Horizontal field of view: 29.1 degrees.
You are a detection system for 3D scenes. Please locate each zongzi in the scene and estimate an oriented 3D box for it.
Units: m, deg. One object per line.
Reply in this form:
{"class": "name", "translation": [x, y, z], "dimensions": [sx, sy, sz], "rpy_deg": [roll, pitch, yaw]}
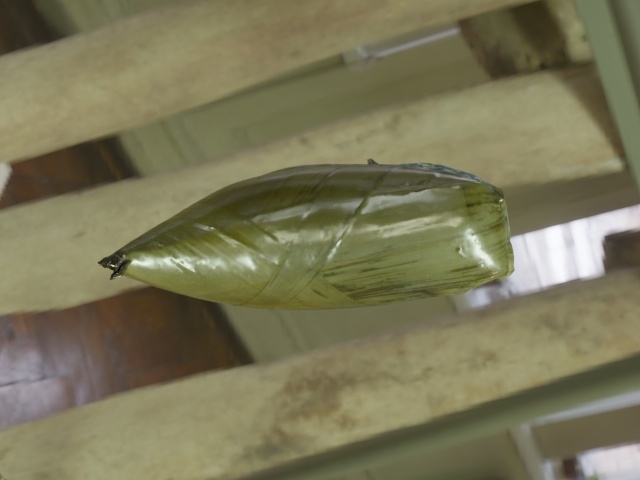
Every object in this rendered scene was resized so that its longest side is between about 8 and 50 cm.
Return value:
{"class": "zongzi", "translation": [0.000, 0.000, 0.891], "dimensions": [0.256, 0.228, 0.115], "rpy_deg": [-10, 100, -61]}

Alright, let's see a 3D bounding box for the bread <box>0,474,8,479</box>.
{"class": "bread", "translation": [-0.218, 0.137, 0.603], "dimensions": [0.260, 0.129, 0.134], "rpy_deg": [51, -20, -10]}
